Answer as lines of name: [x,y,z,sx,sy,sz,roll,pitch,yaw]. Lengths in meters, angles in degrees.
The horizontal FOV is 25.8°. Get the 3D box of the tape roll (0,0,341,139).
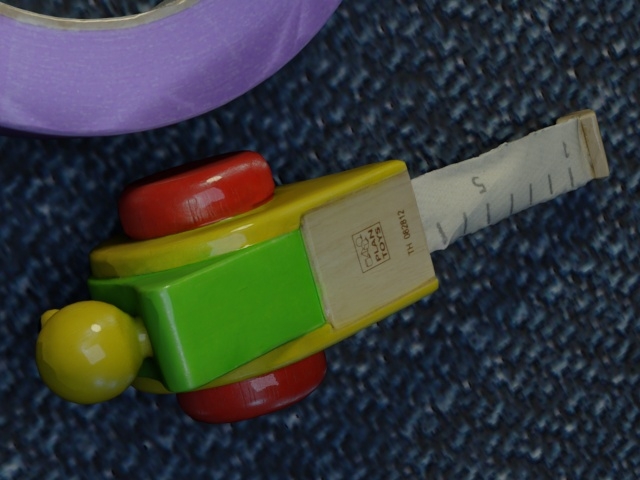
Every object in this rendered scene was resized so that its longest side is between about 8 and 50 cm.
tape roll: [-0.110,-0.180,0.593,0.275,0.090,0.274,-1,94,-19]

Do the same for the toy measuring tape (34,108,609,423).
toy measuring tape: [0.000,0.000,0.656,0.330,0.121,0.121,-24,102,-40]
